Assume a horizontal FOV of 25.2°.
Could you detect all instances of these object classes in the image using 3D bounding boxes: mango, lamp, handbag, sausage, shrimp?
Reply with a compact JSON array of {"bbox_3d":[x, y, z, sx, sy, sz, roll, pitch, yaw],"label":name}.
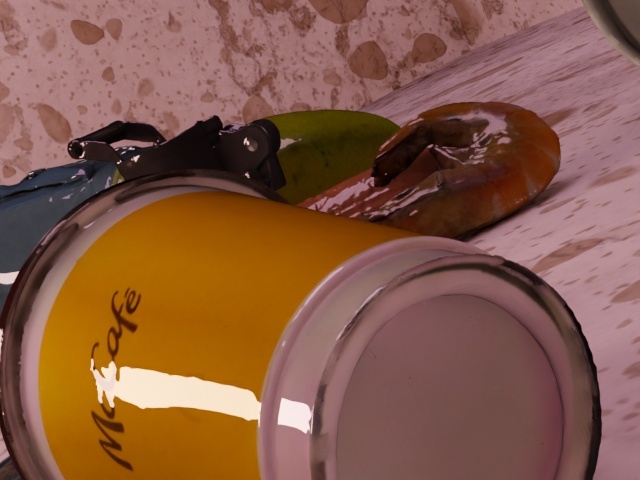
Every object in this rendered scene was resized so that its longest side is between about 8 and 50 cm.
[{"bbox_3d":[-0.015,-0.089,1.797,0.273,0.149,0.185,-13,13,0],"label":"mango"},{"bbox_3d":[-0.089,-0.018,1.225,0.172,0.227,0.147,-21,9,31],"label":"lamp"},{"bbox_3d":[-0.253,0.011,1.636,0.241,0.222,0.263,-19,7,17],"label":"handbag"},{"bbox_3d":[0.001,0.000,1.356,0.289,0.086,0.086,-26,7,-3],"label":"sausage"},{"bbox_3d":[0.103,-0.052,1.285,0.249,0.068,0.150,-33,49,-22],"label":"shrimp"}]

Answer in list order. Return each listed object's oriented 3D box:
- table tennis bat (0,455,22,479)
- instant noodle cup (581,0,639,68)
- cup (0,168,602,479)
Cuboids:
[{"bbox_3d":[-0.188,0.152,1.135,0.149,0.038,0.237,-22,11,40],"label":"table tennis bat"},{"bbox_3d":[0.406,-0.302,1.427,0.221,0.311,0.311,-39,12,-24],"label":"instant noodle cup"},{"bbox_3d":[-0.020,0.065,0.626,0.196,0.196,0.280,-29,17,-26],"label":"cup"}]
